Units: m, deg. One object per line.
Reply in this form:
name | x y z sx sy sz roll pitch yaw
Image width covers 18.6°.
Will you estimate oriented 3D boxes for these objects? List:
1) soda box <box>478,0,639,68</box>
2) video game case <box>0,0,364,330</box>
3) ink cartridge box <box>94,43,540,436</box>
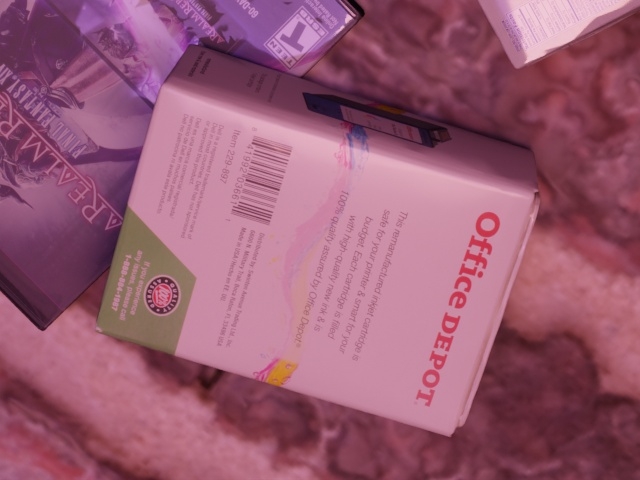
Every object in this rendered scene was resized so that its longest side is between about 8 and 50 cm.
soda box | 0.077 -0.238 1.030 0.091 0.098 0.286 -28 98 13
video game case | -0.138 -0.106 1.136 0.196 0.026 0.274 45 105 -3
ink cartridge box | 0.000 0.000 1.089 0.212 0.093 0.154 17 110 0
